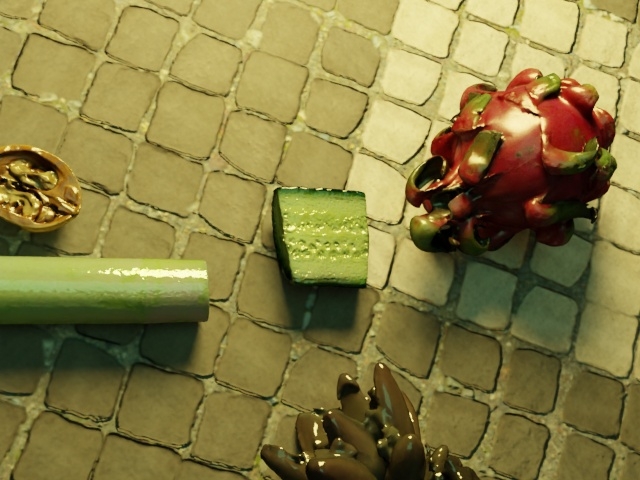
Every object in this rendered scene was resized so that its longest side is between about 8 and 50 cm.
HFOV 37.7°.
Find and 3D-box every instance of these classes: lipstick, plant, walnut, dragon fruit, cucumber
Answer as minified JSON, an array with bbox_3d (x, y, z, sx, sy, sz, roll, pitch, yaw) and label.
[{"bbox_3d":[-0.274,0.053,1.005,0.304,0.076,0.076,0,73,-13],"label":"lipstick"},{"bbox_3d":[0.090,0.286,0.959,0.194,0.181,0.321,-32,81,-25],"label":"plant"},{"bbox_3d":[-0.322,-0.053,1.037,0.121,0.052,0.091,29,67,-6],"label":"walnut"},{"bbox_3d":[0.223,-0.087,1.121,0.272,0.198,0.218,-23,91,6],"label":"dragon fruit"},{"bbox_3d":[0.000,0.000,1.095,0.115,0.062,0.116,1,80,-12],"label":"cucumber"}]
